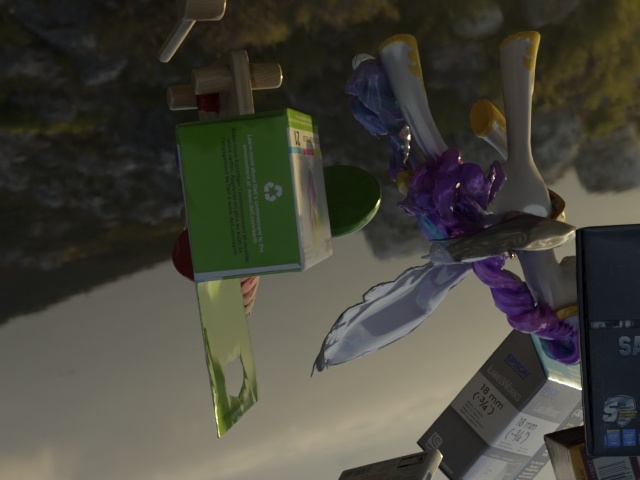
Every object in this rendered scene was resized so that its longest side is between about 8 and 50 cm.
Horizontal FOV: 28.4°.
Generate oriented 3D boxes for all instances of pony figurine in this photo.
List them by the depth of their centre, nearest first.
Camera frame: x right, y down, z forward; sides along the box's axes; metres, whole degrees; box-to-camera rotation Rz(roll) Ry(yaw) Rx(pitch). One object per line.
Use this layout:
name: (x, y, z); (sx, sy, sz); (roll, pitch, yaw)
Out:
pony figurine: (0.153, -0.026, 1.278); (0.351, 0.363, 0.303); (-8, 163, -38)

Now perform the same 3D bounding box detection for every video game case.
video game case: (0.060, 0.317, 1.520); (0.157, 0.019, 0.143); (-22, -157, 39)

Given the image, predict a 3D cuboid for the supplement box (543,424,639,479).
supplement box: (0.285, 0.239, 1.258); (0.080, 0.104, 0.188); (-15, 175, 1)

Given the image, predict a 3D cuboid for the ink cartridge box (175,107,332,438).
ink cartridge box: (-0.044, 0.023, 1.091); (0.097, 0.255, 0.189); (-7, -178, 8)

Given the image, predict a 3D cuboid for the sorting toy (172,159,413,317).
sorting toy: (0.000, 0.000, 1.581); (0.365, 0.127, 0.126); (-24, 130, -12)

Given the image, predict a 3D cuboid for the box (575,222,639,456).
box: (0.321, 0.074, 0.994); (0.232, 0.183, 0.059); (-2, 180, 8)

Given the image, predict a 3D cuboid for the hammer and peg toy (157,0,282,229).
hammer and peg toy: (-0.138, -0.185, 1.827); (0.127, 0.361, 0.266); (-7, 180, -18)

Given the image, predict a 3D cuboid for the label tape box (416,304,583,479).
label tape box: (0.341, 0.248, 2.031); (0.334, 0.106, 0.240); (-52, 146, 11)

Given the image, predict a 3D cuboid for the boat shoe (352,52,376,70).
boat shoe: (0.084, -0.206, 1.637); (0.035, 0.100, 0.035); (-48, -166, -17)
